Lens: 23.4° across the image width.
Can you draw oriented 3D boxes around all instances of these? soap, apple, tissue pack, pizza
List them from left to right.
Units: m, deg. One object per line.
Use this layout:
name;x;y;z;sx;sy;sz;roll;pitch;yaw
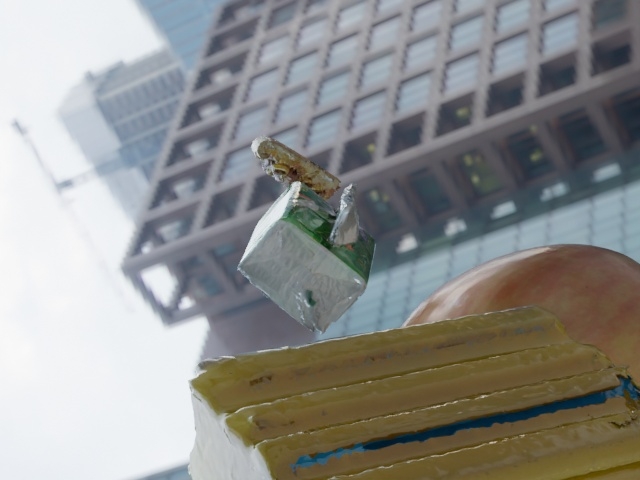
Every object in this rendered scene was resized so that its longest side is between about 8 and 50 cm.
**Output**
pizza;-0.045;-0.114;2.488;0.127;0.058;0.246;32;-176;20
tissue pack;0.001;0.001;2.049;0.148;0.156;0.209;41;-166;-6
soap;0.085;0.147;1.109;0.204;0.324;0.096;43;133;52
apple;0.281;0.186;1.844;0.346;0.391;0.391;-32;-77;-27

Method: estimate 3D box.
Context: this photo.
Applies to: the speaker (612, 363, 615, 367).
speaker;0.221;0.320;1.461;0.184;0.183;0.406;53;-143;-22
